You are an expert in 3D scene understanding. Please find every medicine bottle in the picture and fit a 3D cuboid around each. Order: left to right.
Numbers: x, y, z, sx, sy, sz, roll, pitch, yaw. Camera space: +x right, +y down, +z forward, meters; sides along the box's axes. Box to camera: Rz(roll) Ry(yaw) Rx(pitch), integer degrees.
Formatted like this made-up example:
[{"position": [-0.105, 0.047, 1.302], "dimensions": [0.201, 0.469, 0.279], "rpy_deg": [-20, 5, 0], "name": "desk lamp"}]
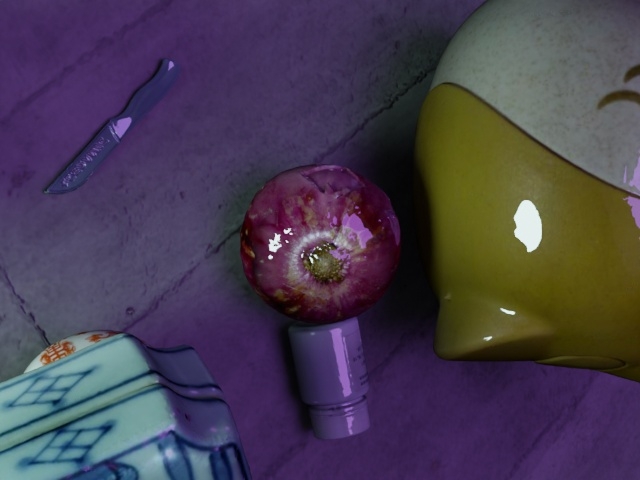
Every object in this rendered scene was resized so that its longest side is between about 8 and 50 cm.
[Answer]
[{"position": [0.013, 0.151, 1.605], "dimensions": [0.080, 0.080, 0.130], "rpy_deg": [-16, 100, -39], "name": "medicine bottle"}]

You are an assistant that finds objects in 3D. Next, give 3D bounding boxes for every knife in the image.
[{"position": [-0.210, -0.114, 1.471], "dimensions": [0.210, 0.015, 0.028], "rpy_deg": [-52, 126, -27], "name": "knife"}]

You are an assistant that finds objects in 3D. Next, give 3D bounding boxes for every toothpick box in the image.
[{"position": [0.302, -0.053, 1.651], "dimensions": [0.409, 0.409, 0.425], "rpy_deg": [13, 79, -38], "name": "toothpick box"}]

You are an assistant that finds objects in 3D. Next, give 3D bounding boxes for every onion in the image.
[{"position": [0.000, 0.004, 1.548], "dimensions": [0.153, 0.177, 0.177], "rpy_deg": [18, 73, -80], "name": "onion"}]

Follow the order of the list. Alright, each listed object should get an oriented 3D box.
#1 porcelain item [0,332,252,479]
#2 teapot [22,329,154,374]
[{"position": [-0.200, 0.247, 1.292], "dimensions": [0.286, 0.157, 0.281], "rpy_deg": [-21, 132, -14], "name": "porcelain item"}, {"position": [-0.206, 0.162, 1.390], "dimensions": [0.246, 0.116, 0.159], "rpy_deg": [-3, 100, -21], "name": "teapot"}]
